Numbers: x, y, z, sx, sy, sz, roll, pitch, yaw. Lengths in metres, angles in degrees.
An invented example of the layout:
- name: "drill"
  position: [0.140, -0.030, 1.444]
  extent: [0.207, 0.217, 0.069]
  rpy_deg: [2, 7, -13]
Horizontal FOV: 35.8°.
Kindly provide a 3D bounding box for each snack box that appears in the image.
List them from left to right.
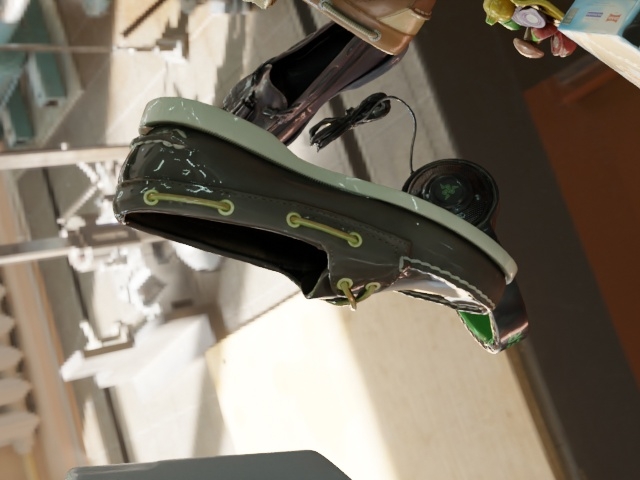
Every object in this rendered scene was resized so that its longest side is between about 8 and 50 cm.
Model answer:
- name: "snack box"
  position: [0.493, -0.220, 1.346]
  extent: [0.060, 0.321, 0.187]
  rpy_deg: [-58, 16, 7]

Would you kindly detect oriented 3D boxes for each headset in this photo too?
- name: "headset"
  position: [0.142, -0.019, 1.356]
  extent: [0.243, 0.185, 0.394]
  rpy_deg: [96, 149, -80]

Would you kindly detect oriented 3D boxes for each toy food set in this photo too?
- name: "toy food set"
  position: [0.318, -0.317, 1.489]
  extent: [0.071, 0.217, 0.128]
  rpy_deg: [-60, 37, 9]

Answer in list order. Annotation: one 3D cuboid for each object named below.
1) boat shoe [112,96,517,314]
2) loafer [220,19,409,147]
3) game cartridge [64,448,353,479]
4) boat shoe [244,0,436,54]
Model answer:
- name: "boat shoe"
  position: [0.000, 0.000, 0.543]
  extent: [0.081, 0.227, 0.069]
  rpy_deg: [142, 148, -67]
- name: "loafer"
  position: [-0.034, -0.202, 1.231]
  extent: [0.302, 0.095, 0.109]
  rpy_deg: [-34, 63, 7]
- name: "game cartridge"
  position: [-0.029, 0.213, 0.560]
  extent: [0.297, 0.198, 0.062]
  rpy_deg: [-135, 45, -61]
- name: "boat shoe"
  position: [-0.043, -0.268, 0.897]
  extent: [0.324, 0.122, 0.120]
  rpy_deg: [27, 115, 5]
